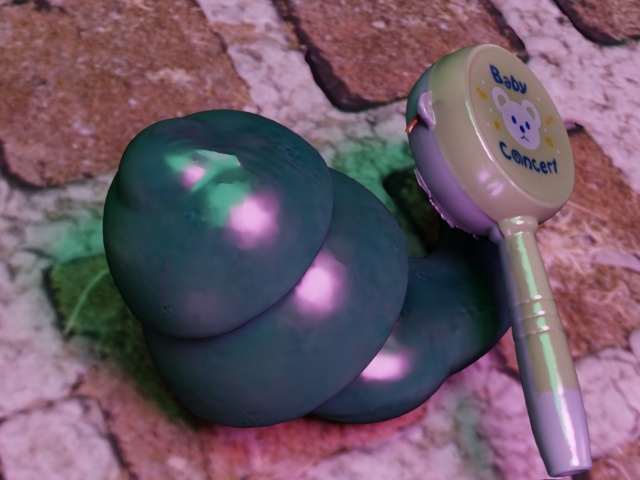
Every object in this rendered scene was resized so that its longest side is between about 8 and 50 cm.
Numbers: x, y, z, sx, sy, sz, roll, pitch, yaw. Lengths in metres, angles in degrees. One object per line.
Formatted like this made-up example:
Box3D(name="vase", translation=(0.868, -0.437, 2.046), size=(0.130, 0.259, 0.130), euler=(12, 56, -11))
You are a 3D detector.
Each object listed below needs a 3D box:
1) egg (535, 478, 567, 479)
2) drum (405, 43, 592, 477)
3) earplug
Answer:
Box3D(name="egg", translation=(0.117, 0.171, 0.542), size=(0.085, 0.085, 0.110), euler=(42, 50, 19))
Box3D(name="drum", translation=(0.125, 0.004, 0.602), size=(0.130, 0.049, 0.253), euler=(-8, 75, -50))
Box3D(name="earplug", translation=(0.007, -0.001, 0.599), size=(0.257, 0.280, 0.164), euler=(-49, 45, 0))
